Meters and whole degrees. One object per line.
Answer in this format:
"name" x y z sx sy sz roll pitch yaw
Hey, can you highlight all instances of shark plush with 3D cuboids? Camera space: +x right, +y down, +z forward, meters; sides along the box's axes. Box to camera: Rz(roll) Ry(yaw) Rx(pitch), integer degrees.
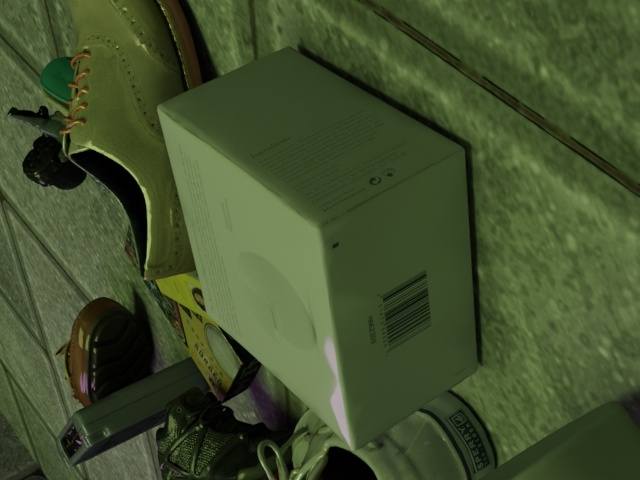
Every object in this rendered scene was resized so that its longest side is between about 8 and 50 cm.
"shark plush" -0.302 -0.118 1.425 0.073 0.067 0.161 22 175 45

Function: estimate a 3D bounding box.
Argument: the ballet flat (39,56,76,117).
"ballet flat" -0.238 -0.140 1.354 0.248 0.086 0.086 42 150 41

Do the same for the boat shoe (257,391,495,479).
"boat shoe" 0.017 0.234 1.130 0.135 0.157 0.367 63 156 -3

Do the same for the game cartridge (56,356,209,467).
"game cartridge" -0.261 0.240 1.642 0.062 0.198 0.297 59 155 6

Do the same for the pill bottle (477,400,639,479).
"pill bottle" 0.220 0.314 0.727 0.392 0.224 0.224 57 156 10

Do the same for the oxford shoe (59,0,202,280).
"oxford shoe" -0.195 -0.151 1.147 0.396 0.147 0.140 63 159 3

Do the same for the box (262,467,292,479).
"box" -0.133 0.386 1.471 0.128 0.257 0.122 31 145 50

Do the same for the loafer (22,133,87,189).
"loafer" -0.340 -0.104 1.542 0.078 0.076 0.223 48 -178 -16

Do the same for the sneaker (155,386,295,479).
"sneaker" -0.112 0.232 1.401 0.228 0.087 0.130 -20 86 36

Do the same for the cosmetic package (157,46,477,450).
"cosmetic package" 0.000 0.000 0.934 0.225 0.138 0.224 36 146 42

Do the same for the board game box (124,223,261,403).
"board game box" -0.158 0.069 1.443 0.243 0.042 0.165 56 156 13

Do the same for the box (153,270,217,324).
"box" -0.103 0.038 1.250 0.232 0.087 0.058 19 135 56

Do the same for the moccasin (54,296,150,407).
"moccasin" -0.345 0.190 1.860 0.147 0.139 0.380 43 161 18
